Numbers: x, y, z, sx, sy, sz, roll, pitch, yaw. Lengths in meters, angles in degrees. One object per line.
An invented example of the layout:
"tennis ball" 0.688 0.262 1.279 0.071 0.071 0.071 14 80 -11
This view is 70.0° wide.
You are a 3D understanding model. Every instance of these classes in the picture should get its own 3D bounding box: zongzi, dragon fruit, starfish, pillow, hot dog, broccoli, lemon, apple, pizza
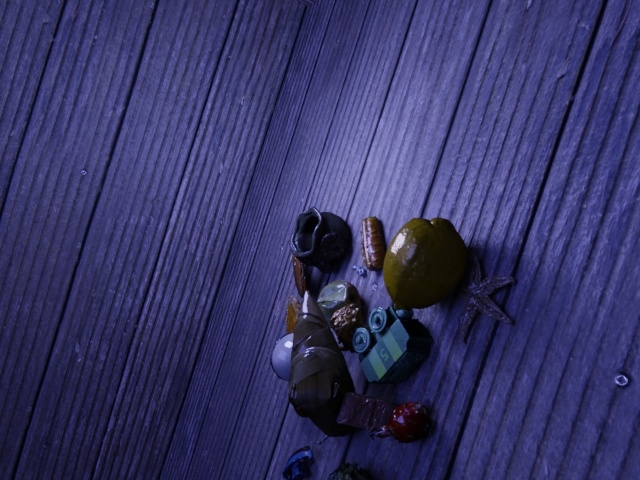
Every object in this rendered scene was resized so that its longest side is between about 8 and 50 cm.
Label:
"zongzi" 0.039 0.512 1.828 0.218 0.500 0.467 -10 47 14
"dragon fruit" 0.261 0.620 1.531 0.246 0.125 0.125 -32 79 25
"starfish" 0.508 0.190 1.437 0.231 0.048 0.295 6 82 60
"pillow" 0.174 0.608 1.604 0.126 0.232 0.043 -69 19 4
"hot dog" 0.222 0.012 1.993 0.115 0.072 0.269 -51 36 47
"broccoli" 0.144 0.875 1.585 0.243 0.247 0.263 -11 106 25
"lemon" 0.348 0.082 1.545 0.285 0.285 0.316 -9 68 58
"apple" 0.087 0.277 1.984 0.188 0.174 0.207 -13 60 35
"pizza" -0.132 0.403 2.389 0.297 0.071 0.189 -121 42 -57

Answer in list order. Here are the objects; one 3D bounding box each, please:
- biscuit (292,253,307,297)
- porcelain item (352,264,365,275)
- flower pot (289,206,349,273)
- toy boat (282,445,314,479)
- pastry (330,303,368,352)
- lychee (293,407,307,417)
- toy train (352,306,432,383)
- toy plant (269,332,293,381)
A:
"biscuit" -0.114 0.150 2.357 0.277 0.052 0.262 -129 31 -77
"porcelain item" 0.175 0.135 2.046 0.083 0.028 0.036 28 98 59
"flower pot" 0.000 0.000 2.225 0.302 0.213 0.302 -36 45 47
"toy boat" -0.094 0.987 1.992 0.223 0.100 0.097 -57 24 30
"pastry" 0.118 0.372 1.823 0.154 0.250 0.102 -41 44 -23
"lychee" -0.068 0.739 2.068 0.146 0.114 0.114 -141 69 -77
"toy train" 0.251 0.379 1.666 0.299 0.166 0.238 -58 38 26
"toy plant" -0.047 0.541 2.029 0.332 0.247 0.247 -6 70 56
